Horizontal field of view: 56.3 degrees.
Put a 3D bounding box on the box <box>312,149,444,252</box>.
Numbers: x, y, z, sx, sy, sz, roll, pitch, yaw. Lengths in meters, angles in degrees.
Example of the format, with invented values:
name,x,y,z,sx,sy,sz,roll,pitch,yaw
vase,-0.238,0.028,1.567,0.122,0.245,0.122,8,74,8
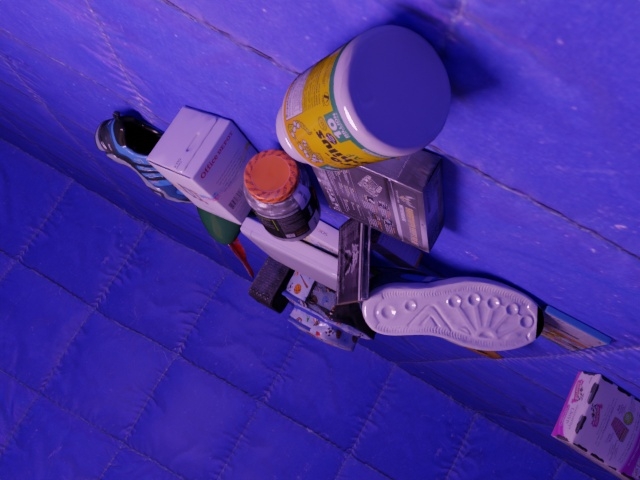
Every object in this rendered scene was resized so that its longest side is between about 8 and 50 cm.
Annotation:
name,x,y,z,sx,sy,sz,roll,pitch,yaw
box,0.083,-0.078,0.859,0.183,0.056,0.231,25,167,20

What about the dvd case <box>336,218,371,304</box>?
name,x,y,z,sx,sy,sz,roll,pitch,yaw
dvd case,0.061,0.036,1.135,0.018,0.165,0.221,4,171,-9

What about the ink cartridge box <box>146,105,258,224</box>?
name,x,y,z,sx,sy,sz,roll,pitch,yaw
ink cartridge box,-0.199,-0.137,1.102,0.127,0.128,0.176,23,165,31

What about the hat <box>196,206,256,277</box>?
name,x,y,z,sx,sy,sz,roll,pitch,yaw
hat,-0.265,-0.003,1.548,0.208,0.184,0.173,18,-170,4

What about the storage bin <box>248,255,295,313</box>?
name,x,y,z,sx,sy,sz,roll,pitch,yaw
storage bin,-0.125,0.116,1.809,0.084,0.180,0.122,25,167,23

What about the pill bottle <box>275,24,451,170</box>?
name,x,y,z,sx,sy,sz,roll,pitch,yaw
pill bottle,0.028,-0.134,0.619,0.117,0.118,0.208,35,167,-21

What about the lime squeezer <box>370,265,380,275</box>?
name,x,y,z,sx,sy,sz,roll,pitch,yaw
lime squeezer,0.232,0.133,1.403,0.310,0.059,0.110,31,-162,-13

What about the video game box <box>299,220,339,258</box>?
name,x,y,z,sx,sy,sz,roll,pitch,yaw
video game box,0.000,0.000,1.380,0.205,0.048,0.187,29,166,5

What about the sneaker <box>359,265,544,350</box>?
name,x,y,z,sx,sy,sz,roll,pitch,yaw
sneaker,0.235,0.115,1.142,0.322,0.130,0.236,3,-173,6

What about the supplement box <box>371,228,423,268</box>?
name,x,y,z,sx,sy,sz,roll,pitch,yaw
supplement box,0.138,0.014,1.136,0.098,0.036,0.062,33,167,-21

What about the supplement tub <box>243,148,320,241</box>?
name,x,y,z,sx,sy,sz,roll,pitch,yaw
supplement tub,-0.068,-0.078,1.060,0.117,0.117,0.190,27,167,15

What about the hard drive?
name,x,y,z,sx,sy,sz,roll,pitch,yaw
hard drive,-0.003,0.065,1.431,0.353,0.047,0.233,24,169,26

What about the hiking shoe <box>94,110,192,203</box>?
name,x,y,z,sx,sy,sz,roll,pitch,yaw
hiking shoe,-0.361,-0.176,1.363,0.304,0.113,0.132,29,158,-32

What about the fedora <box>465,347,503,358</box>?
name,x,y,z,sx,sy,sz,roll,pitch,yaw
fedora,0.328,0.194,1.318,0.194,0.079,0.194,25,172,4

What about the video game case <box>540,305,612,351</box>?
name,x,y,z,sx,sy,sz,roll,pitch,yaw
video game case,0.440,0.164,1.093,0.119,0.015,0.166,28,167,8

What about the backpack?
name,x,y,z,sx,sy,sz,roll,pitch,yaw
backpack,0.026,0.180,1.700,0.263,0.213,0.276,34,176,40

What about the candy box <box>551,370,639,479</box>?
name,x,y,z,sx,sy,sz,roll,pitch,yaw
candy box,0.631,0.408,1.283,0.233,0.159,0.071,34,166,-12
